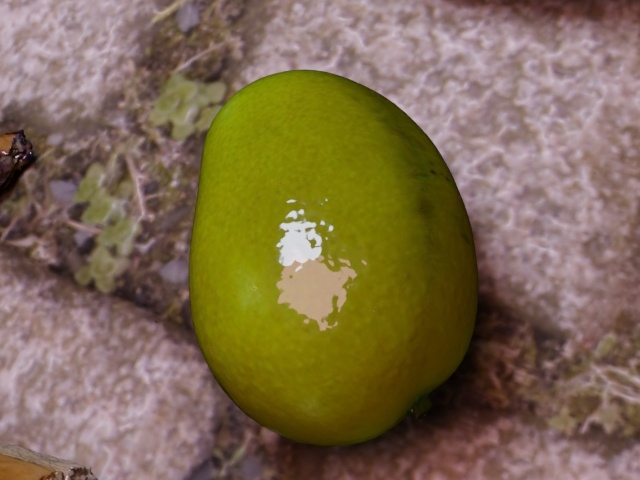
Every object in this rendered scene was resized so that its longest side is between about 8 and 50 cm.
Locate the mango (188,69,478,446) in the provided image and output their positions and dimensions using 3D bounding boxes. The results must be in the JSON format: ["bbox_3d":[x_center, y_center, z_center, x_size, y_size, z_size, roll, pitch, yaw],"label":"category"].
[{"bbox_3d":[0.008,0.001,1.139,0.185,0.149,0.273,-9,60,16],"label":"mango"}]

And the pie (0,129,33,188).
[{"bbox_3d":[-0.299,-0.048,1.324,0.169,0.034,0.092,-3,63,16],"label":"pie"}]

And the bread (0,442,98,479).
[{"bbox_3d":[-0.220,0.196,1.164,0.106,0.082,0.125,13,75,16],"label":"bread"}]
